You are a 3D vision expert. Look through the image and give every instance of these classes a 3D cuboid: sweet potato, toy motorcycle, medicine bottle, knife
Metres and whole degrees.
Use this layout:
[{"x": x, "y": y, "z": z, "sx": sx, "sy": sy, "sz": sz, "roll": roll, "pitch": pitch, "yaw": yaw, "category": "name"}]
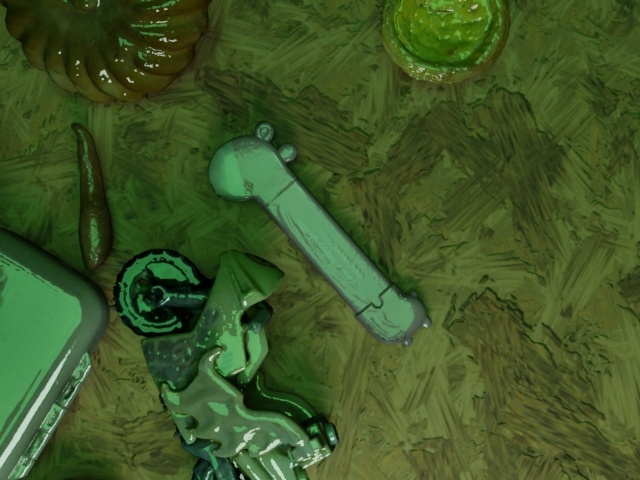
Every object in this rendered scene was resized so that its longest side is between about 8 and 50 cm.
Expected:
[{"x": -0.333, "y": -0.065, "z": 1.443, "sx": 0.050, "sy": 0.050, "sz": 0.214, "roll": -5, "pitch": 89, "yaw": 1, "category": "sweet potato"}, {"x": -0.122, "y": 0.188, "z": 1.373, "sx": 0.237, "sy": 0.169, "sz": 0.410, "roll": -20, "pitch": 92, "yaw": 7, "category": "toy motorcycle"}, {"x": -0.481, "y": 0.179, "z": 1.399, "sx": 0.282, "sy": 0.123, "sz": 0.375, "roll": 32, "pitch": 89, "yaw": 2, "category": "medicine bottle"}, {"x": 0.000, "y": 0.000, "z": 1.439, "sx": 0.132, "sy": 0.038, "sz": 0.398, "roll": -42, "pitch": 88, "yaw": 1, "category": "knife"}]

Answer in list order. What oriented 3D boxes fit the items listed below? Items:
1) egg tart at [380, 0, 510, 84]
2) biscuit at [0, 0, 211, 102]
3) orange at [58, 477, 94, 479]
[{"x": 0.179, "y": -0.312, "z": 1.432, "sx": 0.191, "sy": 0.074, "sz": 0.191, "roll": 0, "pitch": 86, "yaw": 1, "category": "egg tart"}, {"x": -0.312, "y": -0.342, "z": 1.369, "sx": 0.326, "sy": 0.107, "sz": 0.325, "roll": 8, "pitch": 116, "yaw": 17, "category": "biscuit"}, {"x": -0.335, "y": 0.418, "z": 1.389, "sx": 0.160, "sy": 0.112, "sz": 0.170, "roll": 37, "pitch": 65, "yaw": 14, "category": "orange"}]
